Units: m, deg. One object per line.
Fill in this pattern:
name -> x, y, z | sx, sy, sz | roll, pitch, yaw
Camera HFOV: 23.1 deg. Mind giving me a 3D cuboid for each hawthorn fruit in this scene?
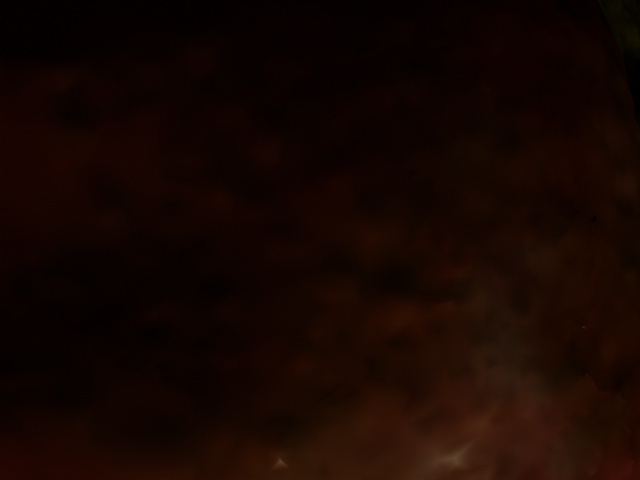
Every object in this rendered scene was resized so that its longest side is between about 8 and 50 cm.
hawthorn fruit -> -0.004, 0.018, 0.439 | 0.330, 0.287, 0.287 | -18, 176, 10

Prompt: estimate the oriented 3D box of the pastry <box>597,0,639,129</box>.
pastry -> 0.030, -0.064, 0.680 | 0.235, 0.132, 0.240 | -15, 180, 19
